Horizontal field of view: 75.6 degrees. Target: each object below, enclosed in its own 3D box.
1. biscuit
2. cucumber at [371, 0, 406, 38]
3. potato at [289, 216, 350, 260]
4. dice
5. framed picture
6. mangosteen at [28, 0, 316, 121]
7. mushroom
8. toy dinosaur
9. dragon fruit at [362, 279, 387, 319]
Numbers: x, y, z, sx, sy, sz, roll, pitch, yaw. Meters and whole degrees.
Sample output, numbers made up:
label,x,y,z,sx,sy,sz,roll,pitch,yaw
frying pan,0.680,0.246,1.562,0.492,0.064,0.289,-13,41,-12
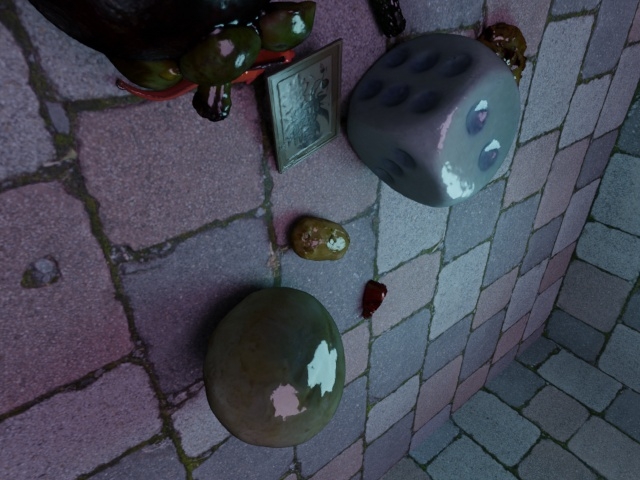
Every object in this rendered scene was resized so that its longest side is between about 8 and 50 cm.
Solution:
label,x,y,z,sx,sy,sz,roll,pitch,yaw
biscuit,0.473,-0.420,1.143,0.289,0.081,0.334,17,101,-48
cucumber,0.120,-0.486,0.795,0.058,0.058,0.187,-46,139,-11
potato,0.000,0.000,0.975,0.170,0.080,0.107,18,114,-48
dice,0.238,-0.251,0.891,0.264,0.268,0.262,-50,138,-5
framed picture,-0.025,-0.248,0.791,0.173,0.010,0.231,-37,154,-20
mangosteen,-0.164,-0.326,0.442,0.330,0.330,0.330,-23,129,-31
mushroom,-0.094,0.278,0.922,0.352,0.260,0.352,24,54,-38
toy dinosaur,-0.147,-0.256,0.630,0.286,0.139,0.070,-27,130,-27
dragon fruit,0.169,0.193,1.262,0.097,0.063,0.131,14,105,-46
